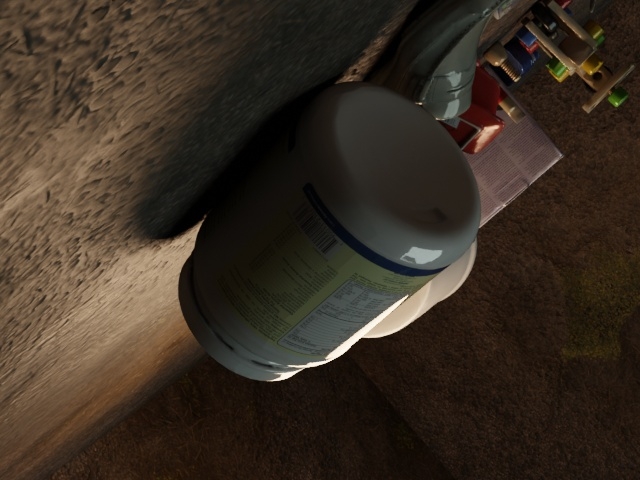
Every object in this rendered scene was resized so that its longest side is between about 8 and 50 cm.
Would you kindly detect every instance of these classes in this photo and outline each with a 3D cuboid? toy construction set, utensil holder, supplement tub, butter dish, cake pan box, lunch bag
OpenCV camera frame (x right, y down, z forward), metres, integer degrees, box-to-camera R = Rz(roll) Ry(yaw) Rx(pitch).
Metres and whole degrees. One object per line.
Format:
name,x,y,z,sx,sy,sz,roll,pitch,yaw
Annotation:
toy construction set,0.456,-0.321,2.086,0.309,0.237,0.257,-39,176,-12
utensil holder,0.154,0.031,2.530,0.327,0.328,0.385,-42,174,22
supplement tub,0.000,0.000,1.282,0.325,0.235,0.235,-43,175,39
butter dish,0.193,-0.216,1.608,0.118,0.160,0.160,-63,-177,-15
cake pan box,0.315,-0.179,2.269,0.267,0.246,0.070,-42,176,7
lunch bag,0.394,-0.363,2.269,0.065,0.067,0.098,-38,177,-26

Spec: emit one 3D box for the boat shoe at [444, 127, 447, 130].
boat shoe,0.122,-0.103,1.591,0.132,0.130,0.355,1,160,29

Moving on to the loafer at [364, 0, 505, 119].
loafer,0.139,-0.199,1.294,0.112,0.111,0.319,-39,176,-26

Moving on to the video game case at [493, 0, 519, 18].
video game case,0.308,-0.383,1.532,0.190,0.022,0.173,-41,176,10

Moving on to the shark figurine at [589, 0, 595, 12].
shark figurine,0.304,-0.361,1.248,0.278,0.116,0.166,-161,-93,-85
